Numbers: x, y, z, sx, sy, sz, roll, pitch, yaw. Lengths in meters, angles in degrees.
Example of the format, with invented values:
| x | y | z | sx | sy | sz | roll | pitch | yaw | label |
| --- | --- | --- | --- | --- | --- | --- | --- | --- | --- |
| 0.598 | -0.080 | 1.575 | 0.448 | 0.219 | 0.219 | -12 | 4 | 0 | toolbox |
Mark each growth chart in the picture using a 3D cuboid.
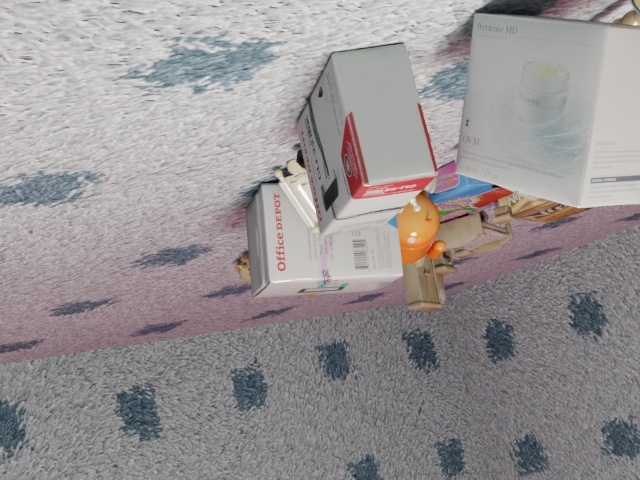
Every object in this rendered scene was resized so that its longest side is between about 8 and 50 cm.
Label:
| x | y | z | sx | sy | sz | roll | pitch | yaw | label |
| --- | --- | --- | --- | --- | --- | --- | --- | --- | --- |
| 0.045 | -0.097 | 1.761 | 0.237 | 0.172 | 0.021 | -14 | -151 | 21 | growth chart |

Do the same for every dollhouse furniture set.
| x | y | z | sx | sy | sz | roll | pitch | yaw | label |
| --- | --- | --- | --- | --- | --- | --- | --- | --- | --- |
| 0.394 | 0.058 | 2.458 | 0.355 | 0.174 | 0.303 | -18 | 164 | 32 | dollhouse furniture set |

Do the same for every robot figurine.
| x | y | z | sx | sy | sz | roll | pitch | yaw | label |
| --- | --- | --- | --- | --- | --- | --- | --- | --- | --- |
| 0.185 | -0.028 | 2.071 | 0.128 | 0.158 | 0.219 | -13 | 162 | -8 | robot figurine |

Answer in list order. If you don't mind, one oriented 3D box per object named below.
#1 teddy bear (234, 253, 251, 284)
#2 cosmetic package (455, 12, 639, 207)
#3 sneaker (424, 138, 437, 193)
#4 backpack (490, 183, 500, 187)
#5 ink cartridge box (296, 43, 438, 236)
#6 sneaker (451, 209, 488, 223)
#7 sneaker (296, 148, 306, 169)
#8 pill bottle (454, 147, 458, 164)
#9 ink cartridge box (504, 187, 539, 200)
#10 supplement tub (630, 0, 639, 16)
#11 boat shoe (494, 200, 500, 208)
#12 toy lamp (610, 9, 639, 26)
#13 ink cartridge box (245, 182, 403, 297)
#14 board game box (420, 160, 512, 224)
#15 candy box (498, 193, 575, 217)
| x | y | z | sx | sy | sz | roll | pitch | yaw | label |
| --- | --- | --- | --- | --- | --- | --- | --- | --- | --- |
| -0.057 | 0.053 | 2.524 | 0.338 | 0.113 | 0.245 | -6 | 161 | -4 | teddy bear |
| 0.310 | -0.177 | 1.267 | 0.138 | 0.225 | 0.224 | -4 | -163 | -36 | cosmetic package |
| 0.093 | -0.110 | 1.798 | 0.262 | 0.121 | 0.099 | -15 | 168 | 4 | sneaker |
| 0.408 | -0.161 | 2.033 | 0.114 | 0.084 | 0.105 | -28 | 163 | 40 | backpack |
| 0.059 | -0.138 | 1.421 | 0.114 | 0.197 | 0.273 | -10 | 168 | -14 | ink cartridge box |
| 0.337 | -0.051 | 2.552 | 0.237 | 0.085 | 0.086 | 0 | 125 | -25 | sneaker |
| 0.032 | -0.154 | 1.650 | 0.170 | 0.063 | 0.075 | -14 | 176 | 25 | sneaker |
| 0.332 | -0.169 | 1.942 | 0.120 | 0.067 | 0.067 | -7 | 167 | -30 | pill bottle |
| 0.394 | -0.185 | 1.678 | 0.171 | 0.168 | 0.232 | -19 | 168 | 23 | ink cartridge box |
| 0.425 | -0.326 | 1.079 | 0.144 | 0.144 | 0.199 | -16 | 168 | 10 | supplement tub |
| 0.496 | -0.088 | 2.633 | 0.035 | 0.035 | 0.100 | -15 | 169 | 3 | boat shoe |
| 0.438 | -0.309 | 1.366 | 0.080 | 0.080 | 0.274 | -7 | 170 | -31 | toy lamp |
| 0.000 | 0.000 | 1.943 | 0.270 | 0.198 | 0.197 | -2 | 168 | -15 | ink cartridge box |
| 0.295 | -0.106 | 2.218 | 0.242 | 0.064 | 0.316 | -4 | 165 | -41 | board game box |
| 0.601 | -0.116 | 2.486 | 0.183 | 0.087 | 0.316 | -21 | 167 | 31 | candy box |
